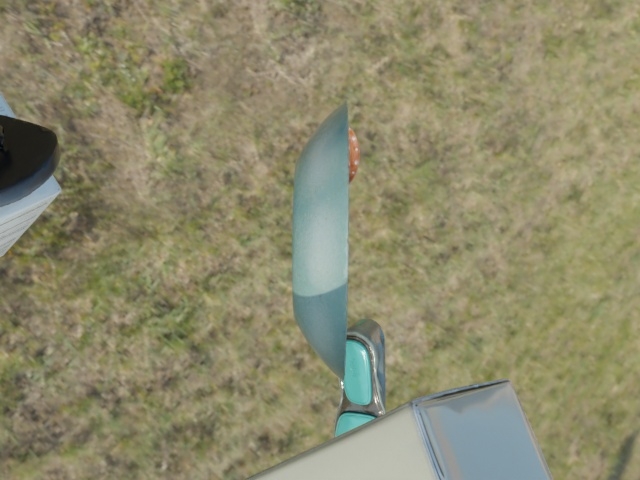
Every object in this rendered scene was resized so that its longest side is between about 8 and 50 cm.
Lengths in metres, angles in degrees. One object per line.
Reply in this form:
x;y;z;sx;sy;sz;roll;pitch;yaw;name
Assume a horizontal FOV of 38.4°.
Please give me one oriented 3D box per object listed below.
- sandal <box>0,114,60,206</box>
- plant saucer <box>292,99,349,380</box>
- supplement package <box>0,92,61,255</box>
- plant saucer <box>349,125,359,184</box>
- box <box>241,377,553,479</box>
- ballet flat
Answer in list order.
-0.328;-0.082;0.693;0.254;0.097;0.054;9;138;-12;sandal
0.000;0.000;0.642;0.037;0.195;0.195;0;125;0;plant saucer
-0.518;-0.064;1.228;0.198;0.199;0.262;-33;-179;-40;supplement package
0.017;-0.101;1.102;0.083;0.013;0.084;-11;104;-49;plant saucer
0.001;0.179;0.529;0.094;0.113;0.275;-2;157;-48;box
0.057;0.196;1.133;0.068;0.072;0.213;-39;133;-57;ballet flat
